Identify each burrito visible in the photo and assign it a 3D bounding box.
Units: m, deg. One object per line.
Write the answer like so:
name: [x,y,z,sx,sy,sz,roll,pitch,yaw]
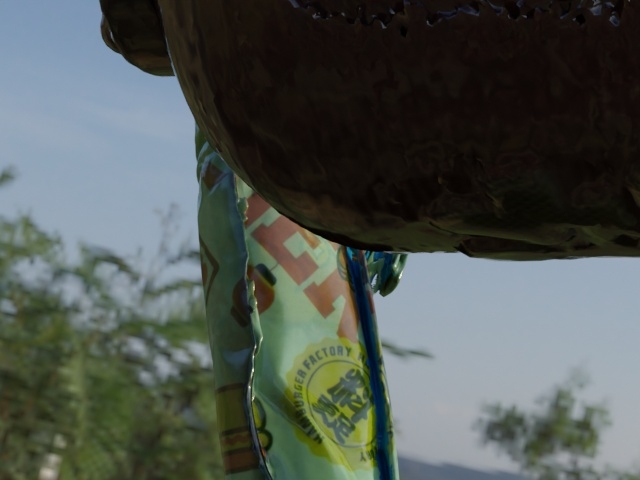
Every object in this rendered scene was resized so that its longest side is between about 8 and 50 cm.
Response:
burrito: [0.000,0.000,0.688,0.104,0.288,0.054,0,-20,-19]

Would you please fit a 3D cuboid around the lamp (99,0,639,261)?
lamp: [0.061,-0.082,0.390,0.258,0.180,0.180,1,-13,19]
